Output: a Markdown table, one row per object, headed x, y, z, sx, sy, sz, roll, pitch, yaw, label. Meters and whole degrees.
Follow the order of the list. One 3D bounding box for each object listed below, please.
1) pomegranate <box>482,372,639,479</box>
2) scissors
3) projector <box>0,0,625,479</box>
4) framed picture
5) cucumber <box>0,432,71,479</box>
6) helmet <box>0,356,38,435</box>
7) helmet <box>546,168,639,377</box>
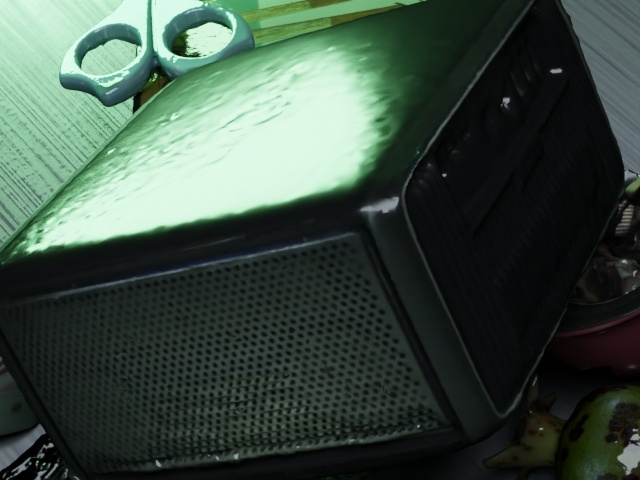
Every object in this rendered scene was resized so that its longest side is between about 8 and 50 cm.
| x | y | z | sx | sy | sz | roll | pitch | yaw | label |
| --- | --- | --- | --- | --- | --- | --- | --- | --- | --- |
| 0.245 | 0.182 | 1.482 | 0.169 | 0.148 | 0.148 | 20 | 64 | 46 | pomegranate |
| -0.166 | -0.254 | 1.781 | 0.191 | 0.029 | 0.360 | -12 | 40 | 4 | scissors |
| 0.000 | 0.000 | 1.412 | 0.405 | 0.242 | 0.395 | -12 | 24 | 32 | projector |
| -0.024 | -0.201 | 1.729 | 0.324 | 0.013 | 0.244 | -11 | 33 | 3 | framed picture |
| -0.221 | 0.198 | 1.568 | 0.303 | 0.081 | 0.072 | -42 | 107 | -19 | cucumber |
| -0.326 | 0.092 | 1.624 | 0.153 | 0.107 | 0.176 | -3 | 62 | 10 | helmet |
| 0.268 | 0.040 | 1.514 | 0.198 | 0.154 | 0.253 | -19 | 32 | 21 | helmet |
